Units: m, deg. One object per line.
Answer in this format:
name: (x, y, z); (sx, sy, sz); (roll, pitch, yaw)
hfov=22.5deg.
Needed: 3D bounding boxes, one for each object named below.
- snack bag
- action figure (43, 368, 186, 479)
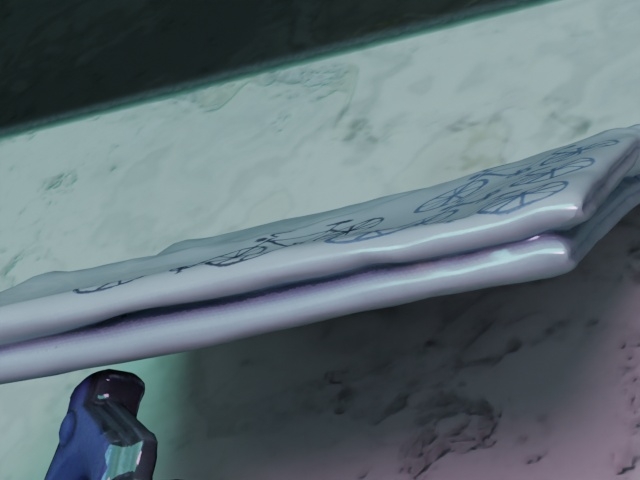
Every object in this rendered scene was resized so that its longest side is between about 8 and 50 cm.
snack bag: (0.000, 0.000, 0.725); (0.323, 0.037, 0.342); (-13, 4, 23)
action figure: (-0.028, 0.231, 0.560); (0.330, 0.178, 0.341); (0, 70, 48)
